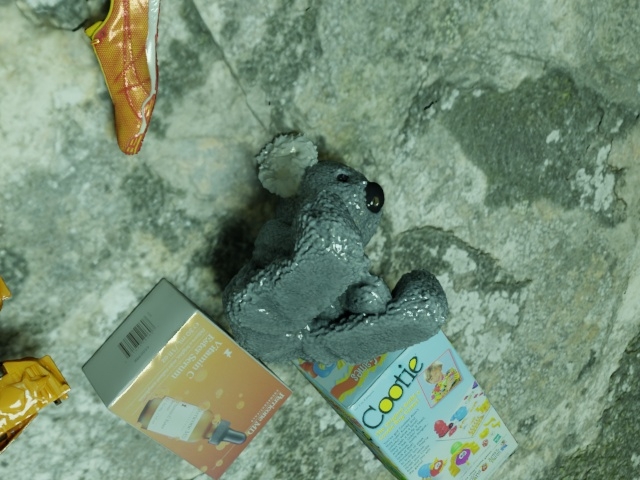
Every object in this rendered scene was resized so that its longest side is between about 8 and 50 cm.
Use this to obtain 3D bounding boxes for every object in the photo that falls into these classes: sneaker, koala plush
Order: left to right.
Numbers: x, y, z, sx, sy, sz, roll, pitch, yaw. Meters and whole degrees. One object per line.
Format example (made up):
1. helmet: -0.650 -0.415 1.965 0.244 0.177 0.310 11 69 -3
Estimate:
1. sneaker: -0.180 -0.165 0.733 0.067 0.064 0.175 1 104 -13
2. koala plush: 0.000 0.000 0.835 0.203 0.221 0.196 -29 131 31

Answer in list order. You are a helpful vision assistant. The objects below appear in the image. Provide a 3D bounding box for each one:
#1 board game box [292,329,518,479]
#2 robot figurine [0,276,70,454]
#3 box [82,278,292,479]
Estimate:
1. board game box: 0.107 0.201 1.005 0.144 0.142 0.275 -44 127 -11
2. robot figurine: -0.375 0.149 0.674 0.291 0.085 0.211 -31 92 -19
3. box: -0.138 0.149 0.854 0.130 0.091 0.170 -49 127 -8
